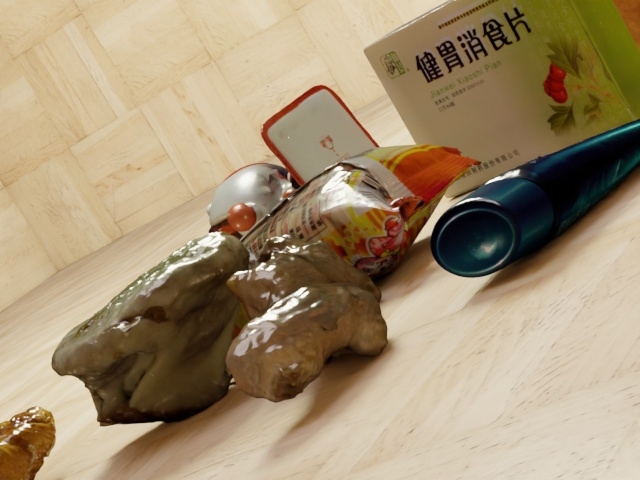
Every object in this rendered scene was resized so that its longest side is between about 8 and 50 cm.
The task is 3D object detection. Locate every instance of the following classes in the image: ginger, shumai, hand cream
[{"bbox_3d":[-0.010,0.049,1.200,0.084,0.122,0.290,-62,4,13],"label":"ginger"},{"bbox_3d":[-0.124,0.085,1.322,0.201,0.120,0.201,-34,5,4],"label":"shumai"},{"bbox_3d":[0.192,-0.045,1.223,0.270,0.061,0.120,-27,-2,-44],"label":"hand cream"}]

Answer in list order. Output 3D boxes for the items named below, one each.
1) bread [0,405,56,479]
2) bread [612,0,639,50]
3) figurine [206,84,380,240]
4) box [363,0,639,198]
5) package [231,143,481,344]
[{"bbox_3d":[-0.324,0.223,1.372,0.233,0.076,0.105,-27,17,-28],"label":"bread"},{"bbox_3d":[0.408,-0.314,1.694,0.312,0.172,0.312,-32,11,7],"label":"bread"},{"bbox_3d":[-0.056,-0.039,1.866,0.226,0.160,0.183,-37,2,33],"label":"figurine"},{"bbox_3d":[0.178,-0.159,1.522,0.062,0.175,0.260,-35,9,-39],"label":"box"},{"bbox_3d":[0.002,-0.002,1.460,0.288,0.108,0.223,-30,5,26],"label":"package"}]
